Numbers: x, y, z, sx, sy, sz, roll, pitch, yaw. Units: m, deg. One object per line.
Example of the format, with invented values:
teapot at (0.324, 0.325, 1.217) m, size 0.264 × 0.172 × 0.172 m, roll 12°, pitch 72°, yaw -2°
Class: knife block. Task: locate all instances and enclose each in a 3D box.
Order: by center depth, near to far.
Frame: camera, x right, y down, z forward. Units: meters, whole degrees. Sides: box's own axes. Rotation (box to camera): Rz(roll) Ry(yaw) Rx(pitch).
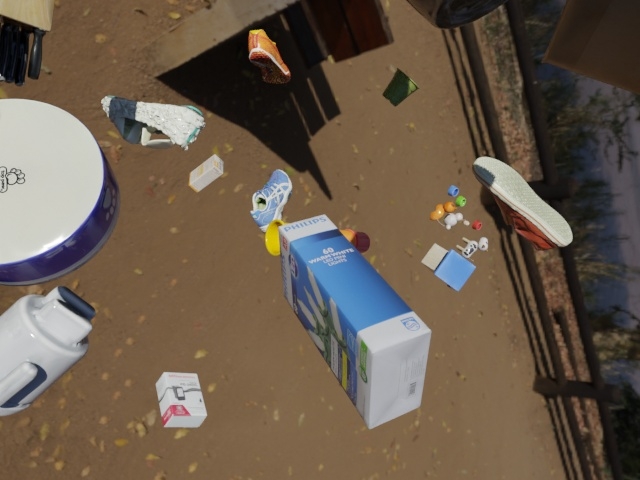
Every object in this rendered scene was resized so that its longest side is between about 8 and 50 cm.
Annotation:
knife block at (-0.529, -0.426, 0.908) m, size 0.275 × 0.088 × 0.242 m, roll -56°, pitch 147°, yaw -33°

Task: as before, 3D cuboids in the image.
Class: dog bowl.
dog bowl at (-0.445, -0.071, 0.751) m, size 0.265 × 0.104 × 0.264 m, roll 3°, pitch 70°, yaw -9°

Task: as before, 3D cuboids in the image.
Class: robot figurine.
robot figurine at (-0.702, 0.269, 1.201) m, size 0.353 × 0.300 × 0.200 m, roll -43°, pitch 113°, yaw 0°

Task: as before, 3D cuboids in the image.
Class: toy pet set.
toy pet set at (0.197, 0.007, 0.709) m, size 0.114 × 0.065 × 0.122 m, roll -54°, pitch 137°, yaw 0°

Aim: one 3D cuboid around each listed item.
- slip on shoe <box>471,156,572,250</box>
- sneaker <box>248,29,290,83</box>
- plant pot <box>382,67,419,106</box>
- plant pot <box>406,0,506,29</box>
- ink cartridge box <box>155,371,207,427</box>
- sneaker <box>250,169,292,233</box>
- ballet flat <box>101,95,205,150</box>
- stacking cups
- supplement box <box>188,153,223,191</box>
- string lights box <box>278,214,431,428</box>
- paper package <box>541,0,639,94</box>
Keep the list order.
slip on shoe at (0.506, -0.086, 1.316) m, size 0.331 × 0.101 × 0.123 m, roll 39°, pitch 48°, yaw -13°
sneaker at (-0.100, -0.374, 1.046) m, size 0.175 × 0.064 × 0.067 m, roll 40°, pitch 49°, yaw -78°
plant pot at (0.211, -0.409, 1.377) m, size 0.083 × 0.079 × 0.083 m, roll 40°, pitch 16°, yaw -14°
plant pot at (0.188, -0.494, 0.756) m, size 0.323 × 0.323 × 0.280 m, roll -16°, pitch 77°, yaw -50°
ink cartridge box at (-0.405, 0.460, 1.474) m, size 0.109 × 0.063 × 0.150 m, roll 15°, pitch 31°, yaw -38°
sneaker at (-0.138, -0.124, 1.419) m, size 0.081 × 0.080 × 0.211 m, roll 46°, pitch 41°, yaw -39°
ballet flat at (-0.514, -0.341, 1.484) m, size 0.147 × 0.409 × 0.147 m, roll -27°, pitch 124°, yaw -49°
stacking cups at (0.000, 0.000, 1.393) m, size 0.316 × 0.096 × 0.096 m, roll 4°, pitch 84°, yaw -42°
supplement box at (-0.318, -0.187, 1.413) m, size 0.036 × 0.098 × 0.062 m, roll 43°, pitch 24°, yaw -37°
string lights box at (0.031, 0.090, 0.653) m, size 0.077 × 0.259 × 0.133 m, roll -17°, pitch 128°, yaw -20°
paper package at (0.358, -0.327, 0.419) m, size 0.309 × 0.168 × 0.325 m, roll -58°, pitch 162°, yaw -18°
